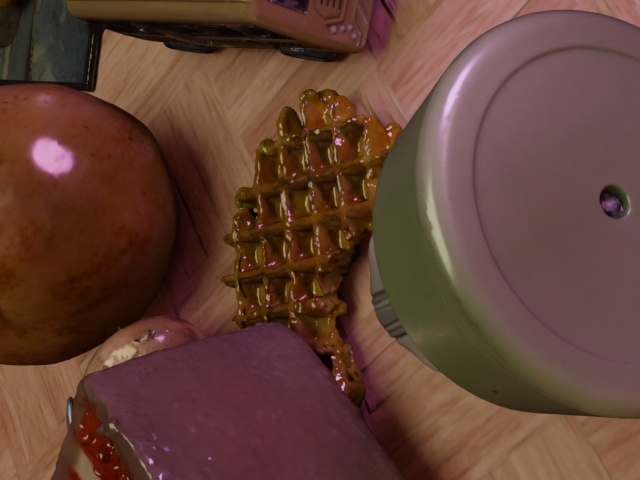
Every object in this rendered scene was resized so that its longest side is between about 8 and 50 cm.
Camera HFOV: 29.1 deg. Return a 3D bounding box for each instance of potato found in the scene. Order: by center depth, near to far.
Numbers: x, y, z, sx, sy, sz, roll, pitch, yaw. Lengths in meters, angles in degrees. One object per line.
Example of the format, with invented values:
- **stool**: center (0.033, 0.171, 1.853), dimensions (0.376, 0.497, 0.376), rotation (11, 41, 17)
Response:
- **potato**: center (-0.192, 0.175, 1.335), dimensions (0.128, 0.161, 0.235), rotation (49, 123, 18)

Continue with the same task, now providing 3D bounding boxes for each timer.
- **timer**: center (0.143, 0.013, 0.968), dimensions (0.315, 0.290, 0.291), rotation (145, 120, -63)

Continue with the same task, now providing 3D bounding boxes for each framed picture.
- **framed picture**: center (-0.395, -0.341, 1.702), dimensions (0.347, 0.016, 0.265), rotation (11, 93, 45)

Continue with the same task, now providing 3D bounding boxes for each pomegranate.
- **pomegranate**: center (-0.321, -0.030, 1.398), dimensions (0.338, 0.338, 0.338), rotation (-6, 81, 45)

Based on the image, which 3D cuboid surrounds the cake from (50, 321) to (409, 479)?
- **cake**: center (-0.081, 0.256, 1.129), dimensions (0.309, 0.230, 0.237), rotation (49, 139, 31)

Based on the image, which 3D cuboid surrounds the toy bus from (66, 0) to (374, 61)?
- **toy bus**: center (-0.114, -0.290, 1.274), dimensions (0.365, 0.202, 0.177), rotation (11, 95, 46)

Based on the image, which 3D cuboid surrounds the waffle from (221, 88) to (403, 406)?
- **waffle**: center (0.000, 0.000, 1.224), dimensions (0.260, 0.069, 0.293), rotation (44, 119, 41)

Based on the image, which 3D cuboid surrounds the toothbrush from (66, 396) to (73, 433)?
- **toothbrush**: center (-0.310, 0.292, 1.543), dimensions (0.013, 0.019, 0.193), rotation (-19, 71, 44)

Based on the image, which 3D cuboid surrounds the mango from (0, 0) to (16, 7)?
- **mango**: center (-0.441, -0.417, 1.679), dimensions (0.137, 0.098, 0.195), rotation (-4, 87, 42)
